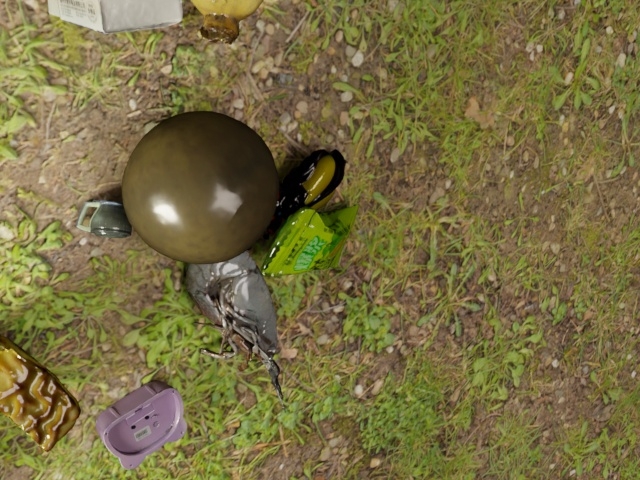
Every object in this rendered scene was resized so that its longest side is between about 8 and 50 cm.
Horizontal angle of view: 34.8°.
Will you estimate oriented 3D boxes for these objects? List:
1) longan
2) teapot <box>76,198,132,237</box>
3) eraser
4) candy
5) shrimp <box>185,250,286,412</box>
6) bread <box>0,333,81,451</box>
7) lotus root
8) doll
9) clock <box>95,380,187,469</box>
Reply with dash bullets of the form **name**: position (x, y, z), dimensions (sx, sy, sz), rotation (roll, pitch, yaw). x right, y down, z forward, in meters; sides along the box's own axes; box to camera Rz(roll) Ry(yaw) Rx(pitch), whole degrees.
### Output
- **longan**: position (-0.187, -0.081, 1.616), dimensions (0.258, 0.258, 0.258), rotation (-13, 112, -33)
- **teapot**: position (-0.344, -0.035, 1.629), dimensions (0.087, 0.066, 0.057), rotation (6, 82, -15)
- **eraser**: position (-0.298, -0.344, 1.454), dimensions (0.124, 0.210, 0.068), rotation (-18, 116, -30)
- **candy**: position (0.000, 0.000, 1.835), dimensions (0.149, 0.069, 0.246), rotation (-60, 160, 19)
- **shrimp**: position (-0.138, 0.158, 1.804), dimensions (0.145, 0.116, 0.343), rotation (-33, 115, -23)
- **bread**: position (-0.459, 0.214, 1.522), dimensions (0.096, 0.222, 0.181), rotation (-49, 118, -17)
- **lotus root**: position (-0.138, -0.454, 1.586), dimensions (0.146, 0.130, 0.304), rotation (11, 96, -39)
- **doll**: position (-0.045, -0.078, 1.813), dimensions (0.248, 0.127, 0.088), rotation (-37, 92, -25)
- **clock**: position (-0.309, 0.318, 1.773), dimensions (0.152, 0.050, 0.110), rotation (-30, 121, -24)
